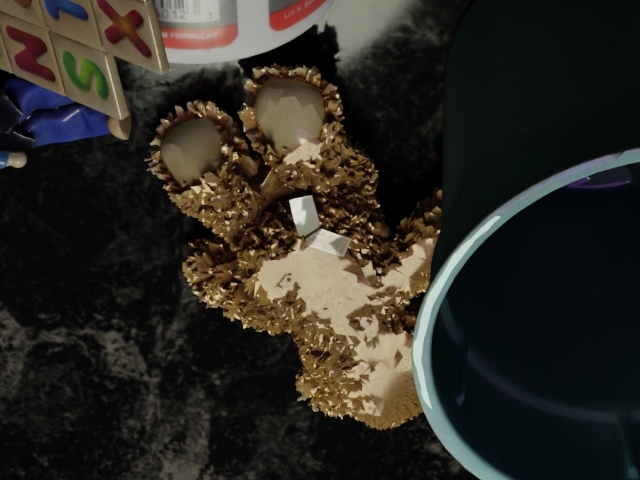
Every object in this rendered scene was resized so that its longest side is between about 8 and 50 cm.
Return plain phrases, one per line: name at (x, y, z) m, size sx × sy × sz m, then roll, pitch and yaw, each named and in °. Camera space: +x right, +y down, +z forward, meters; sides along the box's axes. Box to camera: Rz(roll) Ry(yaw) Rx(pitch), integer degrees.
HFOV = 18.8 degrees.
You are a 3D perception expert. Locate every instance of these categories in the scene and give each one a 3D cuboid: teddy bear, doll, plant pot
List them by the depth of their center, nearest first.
plant pot at (0.228, -0.033, 1.413) m, size 0.341 × 0.334 × 0.341 m, roll -1°, pitch 130°, yaw -1°
doll at (-0.251, -0.101, 1.527) m, size 0.189 × 0.046 × 0.129 m, roll -9°, pitch 139°, yaw 14°
teddy bear at (0.000, 0.000, 1.596) m, size 0.338 × 0.113 × 0.245 m, roll 41°, pitch 111°, yaw -21°

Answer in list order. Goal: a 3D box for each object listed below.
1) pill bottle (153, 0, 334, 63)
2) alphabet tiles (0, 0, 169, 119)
pill bottle at (-0.085, -0.310, 1.233) m, size 0.210 × 0.210 × 0.363 m, roll -1°, pitch 136°, yaw -1°
alphabet tiles at (-0.240, -0.229, 1.299) m, size 0.342 × 0.011 × 0.285 m, roll 24°, pitch 141°, yaw 35°
